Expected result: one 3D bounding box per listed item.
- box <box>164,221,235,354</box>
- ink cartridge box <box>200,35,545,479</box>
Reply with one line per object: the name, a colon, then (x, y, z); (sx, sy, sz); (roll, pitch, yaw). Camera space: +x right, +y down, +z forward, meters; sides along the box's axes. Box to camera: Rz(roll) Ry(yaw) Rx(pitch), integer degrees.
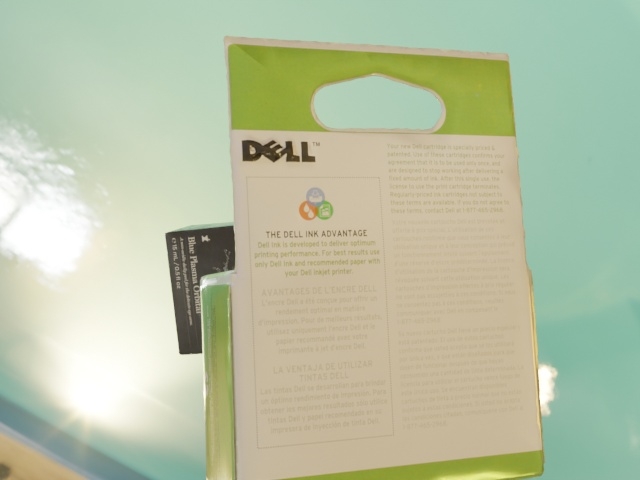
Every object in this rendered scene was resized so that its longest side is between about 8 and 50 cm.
box: (-0.099, 0.054, 1.086); (0.158, 0.093, 0.156); (-6, 94, 12)
ink cartridge box: (0.026, 0.018, 0.530); (0.188, 0.255, 0.097); (-1, 175, -19)
